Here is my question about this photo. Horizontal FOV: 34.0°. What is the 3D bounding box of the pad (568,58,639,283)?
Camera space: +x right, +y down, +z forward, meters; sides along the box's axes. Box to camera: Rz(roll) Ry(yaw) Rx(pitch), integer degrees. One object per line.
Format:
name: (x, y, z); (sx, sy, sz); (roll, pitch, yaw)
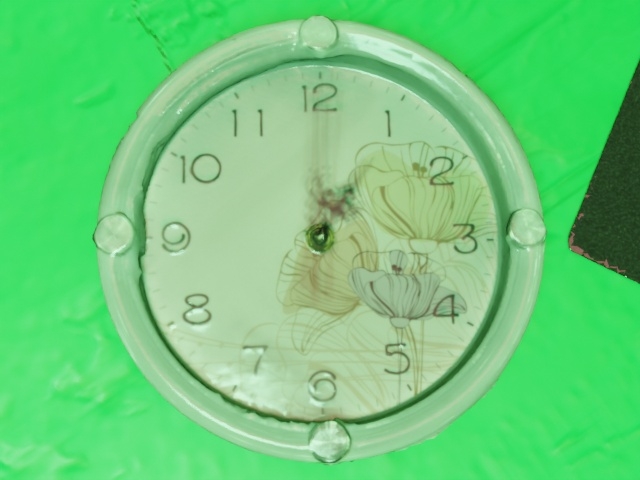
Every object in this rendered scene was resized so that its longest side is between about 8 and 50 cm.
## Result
pad: (0.245, -0.059, 0.626); (0.142, 0.003, 0.211); (26, 77, 0)

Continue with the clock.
clock: (0.000, 0.000, 0.563); (0.236, 0.053, 0.237); (1, 79, -3)
